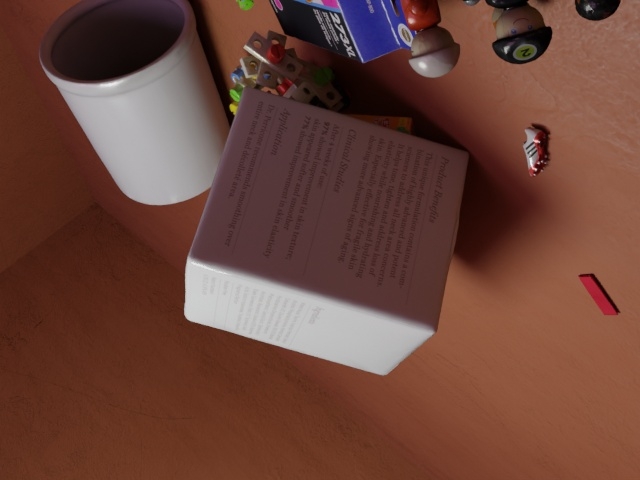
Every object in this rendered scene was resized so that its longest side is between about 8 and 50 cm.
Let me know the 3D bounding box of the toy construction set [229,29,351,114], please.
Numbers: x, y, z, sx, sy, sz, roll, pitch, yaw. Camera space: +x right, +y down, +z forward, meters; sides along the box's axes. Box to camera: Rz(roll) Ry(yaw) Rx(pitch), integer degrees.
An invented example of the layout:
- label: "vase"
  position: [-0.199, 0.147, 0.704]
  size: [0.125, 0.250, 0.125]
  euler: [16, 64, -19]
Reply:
- label: "toy construction set"
  position: [-0.069, -0.286, 1.471]
  size: [0.215, 0.151, 0.328]
  euler: [50, 169, -4]

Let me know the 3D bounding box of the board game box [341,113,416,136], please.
- label: "board game box"
  position: [0.041, -0.177, 1.395]
  size: [0.260, 0.039, 0.124]
  euler: [4, 154, 18]

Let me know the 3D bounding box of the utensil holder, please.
- label: "utensil holder"
  position: [-0.386, -0.311, 1.760]
  size: [0.328, 0.328, 0.385]
  euler: [33, 155, 32]

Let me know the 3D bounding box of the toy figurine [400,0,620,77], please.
- label: "toy figurine"
  position: [0.205, -0.275, 0.870]
  size: [0.213, 0.210, 0.148]
  euler: [2, 114, 56]

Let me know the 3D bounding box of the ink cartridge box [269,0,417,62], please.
- label: "ink cartridge box"
  position: [0.008, -0.370, 1.178]
  size: [0.371, 0.069, 0.175]
  euler: [36, 157, 55]

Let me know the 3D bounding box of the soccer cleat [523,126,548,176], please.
- label: "soccer cleat"
  position: [0.313, -0.130, 1.160]
  size: [0.036, 0.029, 0.083]
  euler: [42, 156, 39]

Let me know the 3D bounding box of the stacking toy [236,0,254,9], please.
- label: "stacking toy"
  position: [-0.116, -0.485, 1.194]
  size: [0.166, 0.052, 0.221]
  euler: [65, 152, 28]

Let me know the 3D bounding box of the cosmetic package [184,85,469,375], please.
- label: "cosmetic package"
  position: [0.000, 0.000, 1.362]
  size: [0.394, 0.329, 0.327]
  euler: [17, 156, -3]

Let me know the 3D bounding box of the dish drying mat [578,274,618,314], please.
- label: "dish drying mat"
  position: [0.453, 0.089, 1.289]
  size: [0.083, 0.008, 0.032]
  euler: [52, 159, -11]
